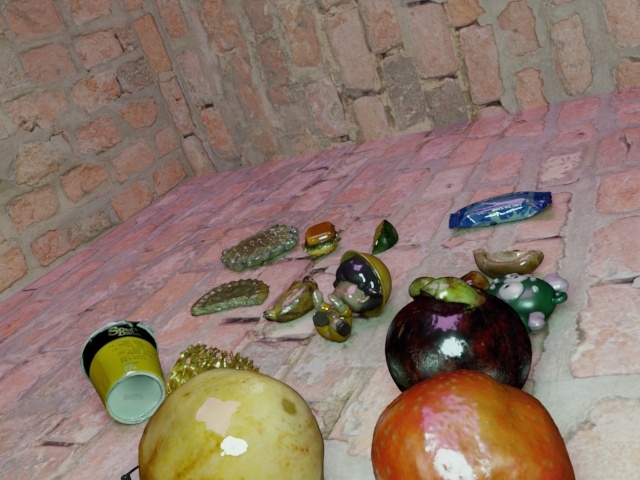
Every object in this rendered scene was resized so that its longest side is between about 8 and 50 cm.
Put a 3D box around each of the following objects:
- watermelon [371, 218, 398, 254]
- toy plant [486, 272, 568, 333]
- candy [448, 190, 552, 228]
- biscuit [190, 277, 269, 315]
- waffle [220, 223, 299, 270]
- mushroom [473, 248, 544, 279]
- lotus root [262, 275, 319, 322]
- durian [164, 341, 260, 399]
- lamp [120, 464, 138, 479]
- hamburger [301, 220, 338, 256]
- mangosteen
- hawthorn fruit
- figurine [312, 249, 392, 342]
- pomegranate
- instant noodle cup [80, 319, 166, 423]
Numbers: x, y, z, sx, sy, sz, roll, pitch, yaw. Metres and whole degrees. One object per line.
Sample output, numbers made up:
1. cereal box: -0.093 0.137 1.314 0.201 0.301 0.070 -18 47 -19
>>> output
1. watermelon: 0.209 -0.027 2.224 0.092 0.075 0.181 -16 21 19
2. toy plant: 0.443 0.142 1.506 0.232 0.112 0.243 -36 19 -28
3. candy: 0.568 -0.101 2.105 0.331 0.077 0.187 -11 14 20
4. biscuit: -0.291 0.177 2.189 0.274 0.036 0.187 -13 20 16
5. waffle: -0.229 0.026 2.508 0.309 0.056 0.292 -26 21 -17
6. mushroom: 0.483 0.064 1.735 0.210 0.072 0.094 -2 24 47
7. lotus root: -0.081 0.186 1.908 0.191 0.094 0.108 -39 3 -27
8. durian: -0.251 0.346 1.626 0.196 0.185 0.305 15 22 18
9. lamp: -0.262 0.440 1.344 0.227 0.147 0.172 -23 6 10
10. hamburger: 0.000 0.000 2.323 0.137 0.087 0.166 -17 18 7
11. mangosteen: 0.261 0.198 1.270 0.288 0.288 0.288 -17 20 6
12. hawthorn fruit: 0.225 0.348 0.944 0.287 0.287 0.330 -18 26 1
13. figurine: 0.083 0.152 1.743 0.192 0.167 0.257 12 59 49
14. pomegranate: -0.133 0.374 1.104 0.338 0.338 0.338 -17 20 6
15. instant noodle cup: -0.496 0.347 1.708 0.215 0.215 0.236 -25 29 -18
